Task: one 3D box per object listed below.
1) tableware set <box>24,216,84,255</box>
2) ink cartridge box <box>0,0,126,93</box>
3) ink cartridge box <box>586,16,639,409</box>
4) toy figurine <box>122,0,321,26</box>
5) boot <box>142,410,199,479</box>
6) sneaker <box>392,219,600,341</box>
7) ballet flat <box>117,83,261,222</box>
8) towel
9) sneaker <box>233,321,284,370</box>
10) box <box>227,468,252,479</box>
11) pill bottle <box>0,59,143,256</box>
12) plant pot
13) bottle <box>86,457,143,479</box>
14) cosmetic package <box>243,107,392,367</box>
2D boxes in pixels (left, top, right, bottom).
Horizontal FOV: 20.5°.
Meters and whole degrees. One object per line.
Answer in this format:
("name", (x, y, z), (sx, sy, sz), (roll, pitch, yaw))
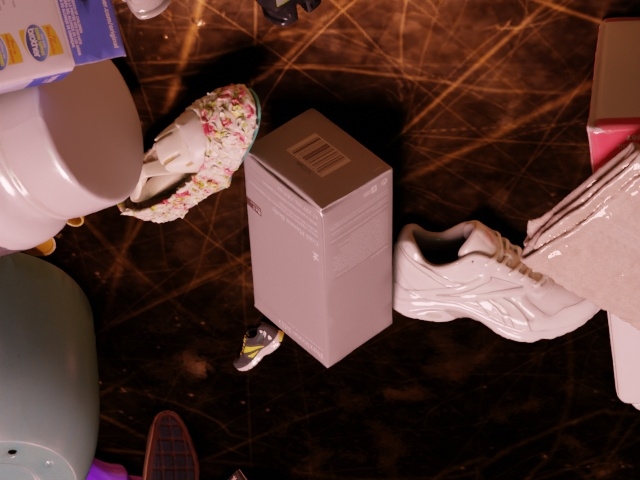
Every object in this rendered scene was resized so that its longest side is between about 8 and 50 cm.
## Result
("tableware set", (-0.323, -0.015, 1.936), (0.154, 0.024, 0.104), (-20, 130, 29))
("ink cartridge box", (-0.343, -0.210, 1.553), (0.311, 0.186, 0.065), (-15, 178, -19))
("ink cartridge box", (0.409, -0.020, 1.680), (0.279, 0.160, 0.385), (-1, 135, 13))
("toy figurine", (-0.088, -0.293, 1.452), (0.209, 0.213, 0.148), (5, 150, 13))
("boot", (-0.206, 0.321, 2.167), (0.082, 0.219, 0.106), (5, 167, -37))
("sneaker", (0.181, 0.034, 1.841), (0.232, 0.090, 0.115), (5, 134, 5))
("ballet flat", (-0.138, -0.077, 1.754), (0.077, 0.091, 0.241), (-8, 159, -32))
("towel", (0.337, 0.023, 1.590), (0.282, 0.049, 0.187), (31, 135, -19))
("sneaker", (-0.076, 0.118, 2.028), (0.035, 0.031, 0.083), (42, 126, -12))
("box", (-0.119, 0.450, 2.233), (0.261, 0.103, 0.184), (-47, 119, -3))
("pill bottle", (-0.369, -0.072, 1.751), (0.361, 0.204, 0.204), (-17, 131, 26))
("plant pot", (-0.374, 0.195, 1.947), (0.293, 0.235, 0.293), (-11, 136, -10))
("bottle", (-0.234, 0.363, 2.271), (0.118, 0.092, 0.283), (-31, 124, 28))
("cosmetic package", (0.000, 0.000, 1.795), (0.127, 0.107, 0.238), (37, 146, 33))
